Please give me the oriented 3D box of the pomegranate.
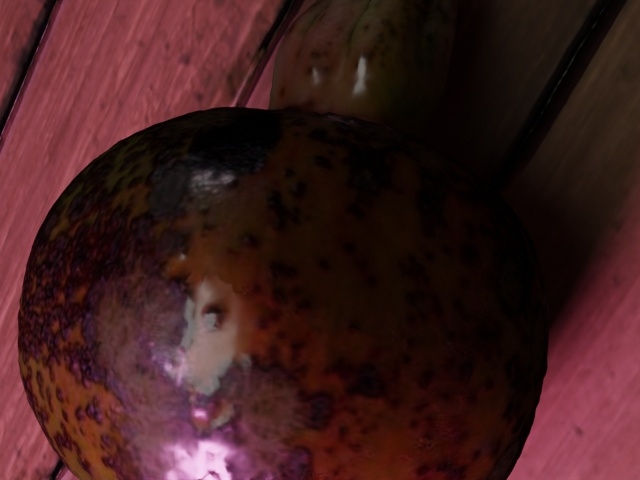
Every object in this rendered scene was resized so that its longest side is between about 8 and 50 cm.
[{"bbox_3d":[0.000,0.000,0.790,0.285,0.285,0.341,5,74,39],"label":"pomegranate"}]
